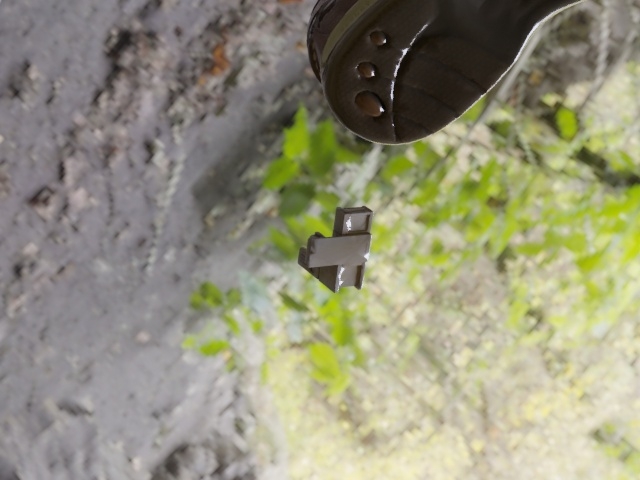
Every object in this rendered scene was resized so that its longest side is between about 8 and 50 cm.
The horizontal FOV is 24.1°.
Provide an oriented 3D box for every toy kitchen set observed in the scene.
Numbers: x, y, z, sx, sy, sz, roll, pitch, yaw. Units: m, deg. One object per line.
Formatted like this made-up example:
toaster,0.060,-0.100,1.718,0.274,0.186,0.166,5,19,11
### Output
toy kitchen set,0.000,0.000,1.468,0.068,0.075,0.083,-5,115,-31

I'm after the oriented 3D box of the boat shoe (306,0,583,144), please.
boat shoe,0.067,-0.105,0.473,0.178,0.060,0.064,-37,129,7
